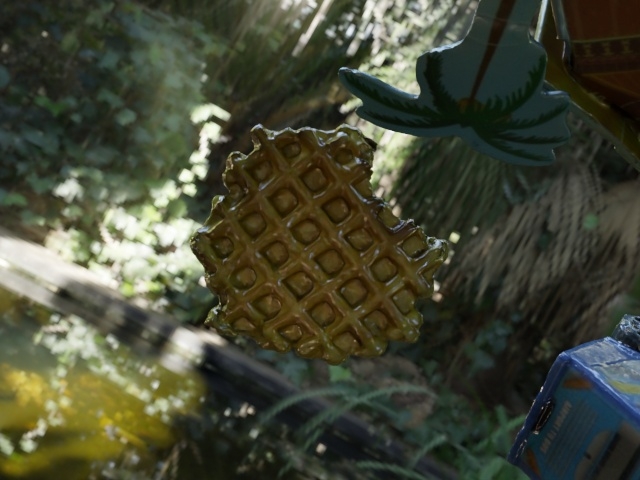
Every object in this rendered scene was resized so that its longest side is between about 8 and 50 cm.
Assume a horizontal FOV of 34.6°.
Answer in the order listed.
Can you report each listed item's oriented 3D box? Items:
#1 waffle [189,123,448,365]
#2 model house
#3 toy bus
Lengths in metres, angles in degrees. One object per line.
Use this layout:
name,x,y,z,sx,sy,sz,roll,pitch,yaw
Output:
waffle,0.000,0.000,1.109,0.291,0.291,0.051,29,-4,4
model house,0.204,-0.212,0.775,0.340,0.300,0.323,-2,-43,24
toy bus,0.131,0.058,0.350,0.153,0.051,0.061,-1,34,-38
